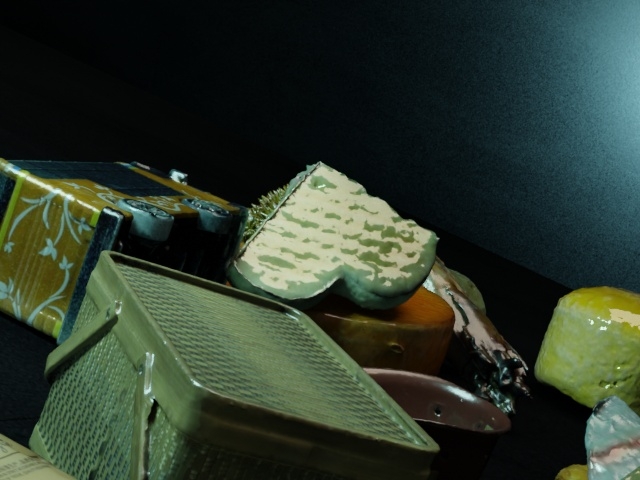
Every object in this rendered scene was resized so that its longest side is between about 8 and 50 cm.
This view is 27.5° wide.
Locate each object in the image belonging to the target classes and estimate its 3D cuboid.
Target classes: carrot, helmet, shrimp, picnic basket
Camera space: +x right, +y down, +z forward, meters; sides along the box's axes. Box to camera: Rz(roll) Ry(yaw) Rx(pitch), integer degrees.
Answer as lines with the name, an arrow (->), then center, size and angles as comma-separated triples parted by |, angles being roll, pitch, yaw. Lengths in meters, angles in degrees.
carrot -> -0.011, 0.078, 1.423 | 0.307, 0.100, 0.258 | 14, 10, 2
helmet -> 0.043, 0.156, 0.968 | 0.175, 0.106, 0.155 | 16, 6, -7
shrimp -> 0.179, 0.119, 1.532 | 0.178, 0.075, 0.289 | 34, 14, -48
picnic basket -> -0.063, 0.123, 0.785 | 0.165, 0.139, 0.266 | 19, 10, -26

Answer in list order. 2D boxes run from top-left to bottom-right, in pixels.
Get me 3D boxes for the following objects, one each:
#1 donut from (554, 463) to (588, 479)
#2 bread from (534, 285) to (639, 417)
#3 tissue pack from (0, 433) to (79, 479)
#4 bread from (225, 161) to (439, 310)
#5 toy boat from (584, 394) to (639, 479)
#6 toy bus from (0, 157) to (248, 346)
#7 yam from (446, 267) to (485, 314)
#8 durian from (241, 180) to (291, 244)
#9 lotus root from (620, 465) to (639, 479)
donut -> 0.279, 0.255, 1.118 | 0.162, 0.065, 0.178 | 14, 11, -18
bread -> 0.385, 0.145, 1.710 | 0.197, 0.170, 0.197 | 23, 7, -3
tissue pack -> -0.158, 0.154, 0.521 | 0.186, 0.090, 0.222 | 27, 11, 15
bread -> 0.000, 0.000, 1.321 | 0.232, 0.064, 0.172 | -5, 61, -26
toy boat -> 0.284, 0.224, 0.992 | 0.206, 0.096, 0.282 | -15, 49, -30
toy bus -> -0.192, 0.006, 1.209 | 0.167, 0.138, 0.275 | 23, 10, 19
yam -> 0.121, 0.077, 1.674 | 0.194, 0.107, 0.107 | 15, 11, -44
durian -> -0.025, -0.027, 1.441 | 0.208, 0.102, 0.146 | 3, 19, -17
lotus root -> 0.248, 0.248, 0.698 | 0.260, 0.149, 0.267 | -1, 37, 13
